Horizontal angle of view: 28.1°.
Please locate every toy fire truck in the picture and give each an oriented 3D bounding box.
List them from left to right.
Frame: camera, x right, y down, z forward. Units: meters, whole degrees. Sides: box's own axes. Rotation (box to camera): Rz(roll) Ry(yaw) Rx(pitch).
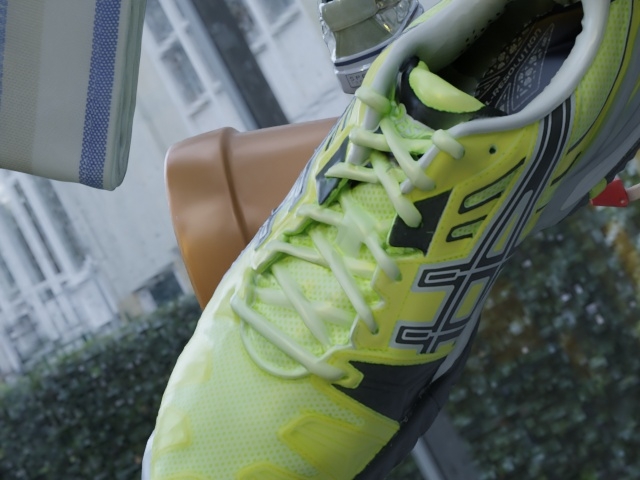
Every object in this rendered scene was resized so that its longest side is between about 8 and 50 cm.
[{"bbox_3d":[0.406,-0.116,1.507,0.192,0.135,0.047,-9,2,10],"label":"toy fire truck"}]

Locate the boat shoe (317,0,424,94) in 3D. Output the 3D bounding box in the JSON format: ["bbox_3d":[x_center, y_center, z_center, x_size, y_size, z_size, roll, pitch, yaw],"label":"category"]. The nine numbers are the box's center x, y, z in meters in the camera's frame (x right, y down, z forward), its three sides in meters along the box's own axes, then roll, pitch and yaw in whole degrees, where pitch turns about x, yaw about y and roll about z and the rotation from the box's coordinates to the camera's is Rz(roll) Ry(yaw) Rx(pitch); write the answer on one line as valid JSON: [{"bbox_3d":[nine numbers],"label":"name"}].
[{"bbox_3d":[0.048,-0.229,1.271,0.109,0.094,0.302,-17,19,5],"label":"boat shoe"}]

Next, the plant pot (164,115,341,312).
[{"bbox_3d":[0.000,0.000,1.259,0.203,0.291,0.291,-23,-2,9],"label":"plant pot"}]

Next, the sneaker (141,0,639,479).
[{"bbox_3d":[0.031,-0.014,0.650,0.385,0.145,0.147,-53,-28,-9],"label":"sneaker"}]

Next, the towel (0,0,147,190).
[{"bbox_3d":[-0.234,-0.154,0.756,0.285,0.209,0.034,14,24,10],"label":"towel"}]
